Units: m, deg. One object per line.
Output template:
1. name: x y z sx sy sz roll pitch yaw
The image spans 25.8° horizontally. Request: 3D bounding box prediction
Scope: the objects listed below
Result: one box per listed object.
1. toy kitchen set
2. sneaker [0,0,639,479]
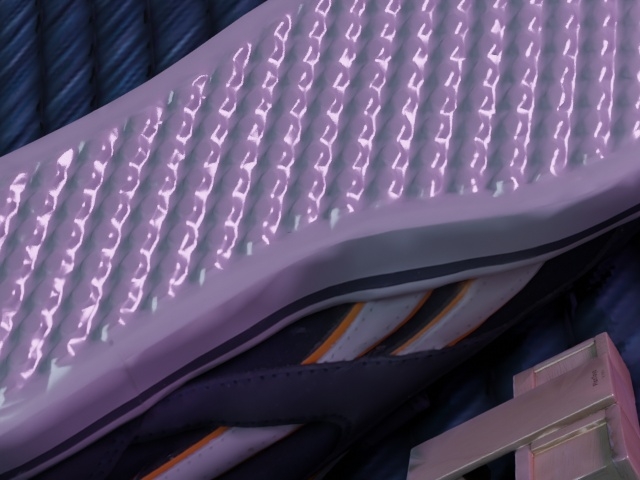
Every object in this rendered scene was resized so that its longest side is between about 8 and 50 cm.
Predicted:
1. toy kitchen set: 0.073 0.085 0.413 0.068 0.075 0.083 -28 14 16
2. sneaker: 0.000 0.000 0.460 0.321 0.127 0.126 -24 57 -8
